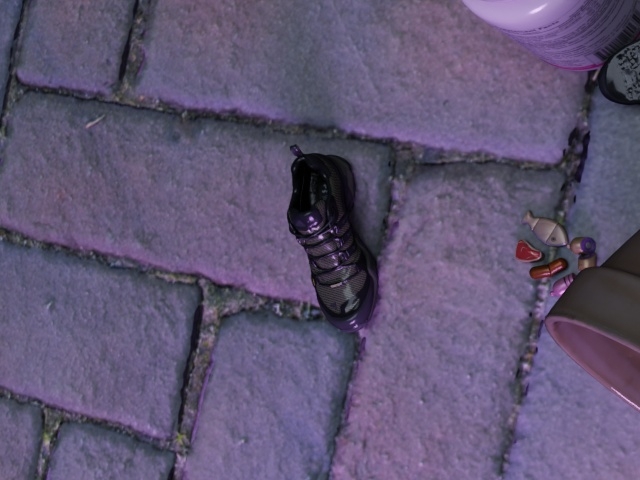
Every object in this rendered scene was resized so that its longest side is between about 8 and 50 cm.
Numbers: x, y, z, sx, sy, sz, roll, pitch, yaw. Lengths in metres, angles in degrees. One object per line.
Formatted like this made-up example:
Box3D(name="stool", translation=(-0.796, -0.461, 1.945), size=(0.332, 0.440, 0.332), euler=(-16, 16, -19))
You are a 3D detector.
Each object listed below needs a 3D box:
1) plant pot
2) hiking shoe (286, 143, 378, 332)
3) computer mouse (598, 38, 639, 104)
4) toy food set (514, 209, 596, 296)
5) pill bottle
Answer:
Box3D(name="plant pot", translation=(0.419, 0.051, 1.249), size=(0.323, 0.323, 0.280), euler=(32, 83, 31))
Box3D(name="hiking shoe", translation=(0.000, 0.000, 1.599), size=(0.086, 0.114, 0.227), euler=(-22, 72, 27))
Box3D(name="computer mouse", translation=(0.415, -0.199, 1.429), size=(0.242, 0.041, 0.071), euler=(-13, 93, 22))
Box3D(name="toy food set", translation=(0.263, 0.022, 1.491), size=(0.122, 0.019, 0.078), euler=(27, 97, 32))
Box3D(name="pill bottle", translation=(0.233, -0.286, 1.404), size=(0.160, 0.283, 0.160), euler=(-6, 79, 30))
